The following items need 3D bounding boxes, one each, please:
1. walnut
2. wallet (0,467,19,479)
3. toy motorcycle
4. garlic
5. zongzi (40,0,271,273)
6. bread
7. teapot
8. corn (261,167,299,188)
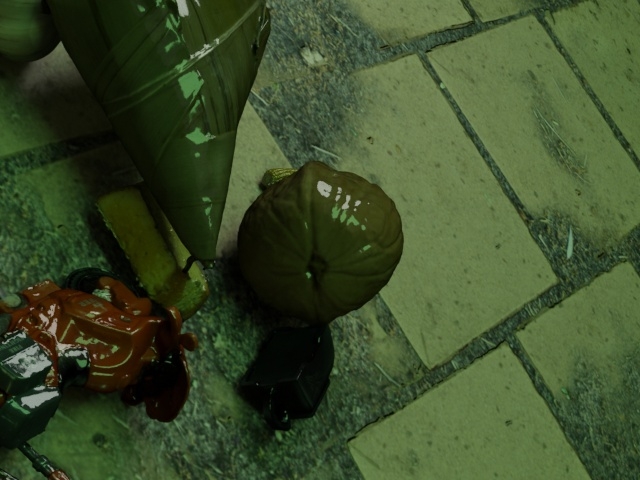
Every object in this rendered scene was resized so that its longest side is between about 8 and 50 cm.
[{"bbox_3d":[0.000,0.000,1.844,0.228,0.228,0.228,27,45,-31],"label":"walnut"},{"bbox_3d":[-0.383,0.299,1.350,0.133,0.039,0.243,37,41,-13],"label":"wallet"},{"bbox_3d":[-0.266,0.136,1.529,0.221,0.147,0.326,38,32,15],"label":"toy motorcycle"},{"bbox_3d":[-0.417,-0.330,1.721,0.226,0.199,0.199,14,46,-2],"label":"garlic"},{"bbox_3d":[-0.130,-0.194,1.810,0.447,0.181,0.418,-24,92,-61],"label":"zongzi"},{"bbox_3d":[-0.204,0.008,1.723,0.187,0.065,0.103,62,9,14],"label":"bread"},{"bbox_3d":[-0.030,0.182,1.790,0.096,0.087,0.177,67,31,-27],"label":"teapot"},{"bbox_3d":[-0.046,-0.087,2.007,0.092,0.037,0.037,0,62,-48],"label":"corn"}]
